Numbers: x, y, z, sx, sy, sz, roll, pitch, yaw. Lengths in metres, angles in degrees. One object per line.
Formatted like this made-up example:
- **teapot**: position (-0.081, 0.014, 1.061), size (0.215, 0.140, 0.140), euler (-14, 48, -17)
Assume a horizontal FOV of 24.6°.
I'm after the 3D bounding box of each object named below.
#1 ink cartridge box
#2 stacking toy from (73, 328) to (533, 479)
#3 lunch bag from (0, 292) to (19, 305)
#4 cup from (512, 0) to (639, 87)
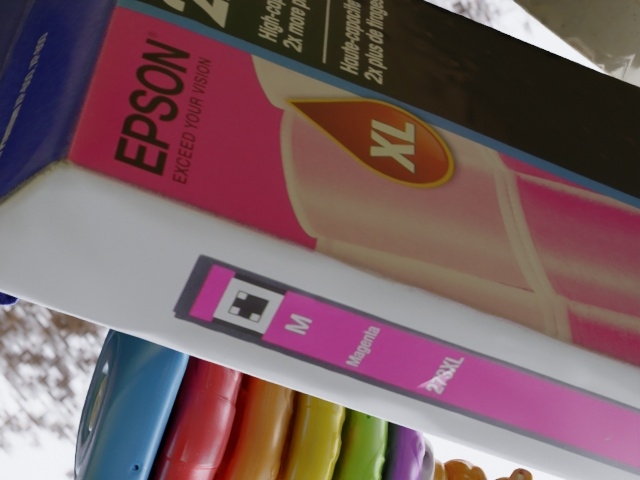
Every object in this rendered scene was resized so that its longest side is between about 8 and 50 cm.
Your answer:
- **ink cartridge box**: position (0.013, -0.023, 0.509), size (0.371, 0.069, 0.176), euler (18, -142, -11)
- **stacking toy**: position (0.007, 0.137, 0.899), size (0.166, 0.302, 0.175), euler (-118, -134, -73)
- **lunch bag**: position (-0.317, -0.186, 1.254), size (0.385, 0.239, 0.328), euler (-49, -125, 33)
- **cup**: position (0.207, -0.267, 0.923), size (0.237, 0.331, 0.331), euler (-48, -146, 23)
